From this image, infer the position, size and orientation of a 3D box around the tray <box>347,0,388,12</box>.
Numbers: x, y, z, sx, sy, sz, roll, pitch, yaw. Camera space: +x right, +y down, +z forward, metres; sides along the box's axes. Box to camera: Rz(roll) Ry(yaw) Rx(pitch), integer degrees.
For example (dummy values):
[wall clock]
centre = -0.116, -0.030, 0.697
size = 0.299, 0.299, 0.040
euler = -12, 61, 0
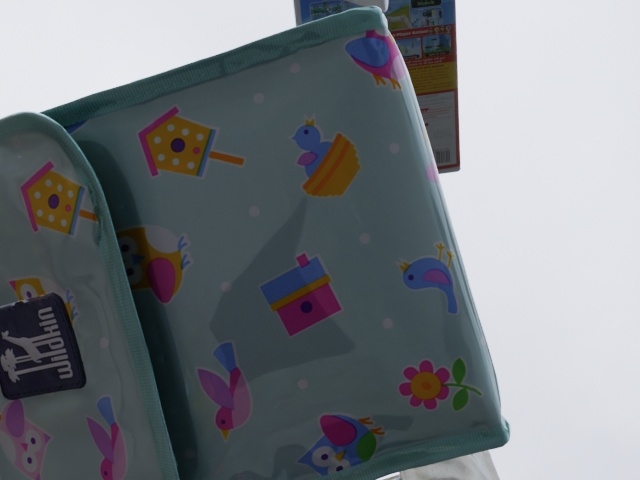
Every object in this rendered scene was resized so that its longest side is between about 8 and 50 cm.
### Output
[tray]
centre = -0.025, -0.313, 0.822
size = 0.270, 0.030, 0.145
euler = 8, -101, -40

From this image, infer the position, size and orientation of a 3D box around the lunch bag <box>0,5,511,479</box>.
[lunch bag]
centre = -0.065, 0.027, 0.462
size = 0.262, 0.160, 0.223
euler = -16, -85, -3

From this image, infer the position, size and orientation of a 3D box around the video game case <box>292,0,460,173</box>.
[video game case]
centre = 0.077, -0.211, 1.165
size = 0.204, 0.025, 0.285
euler = -8, -64, -4

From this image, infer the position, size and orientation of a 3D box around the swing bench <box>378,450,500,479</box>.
[swing bench]
centre = 0.139, 0.399, 1.335
size = 0.165, 0.253, 0.254
euler = 28, -67, -24
